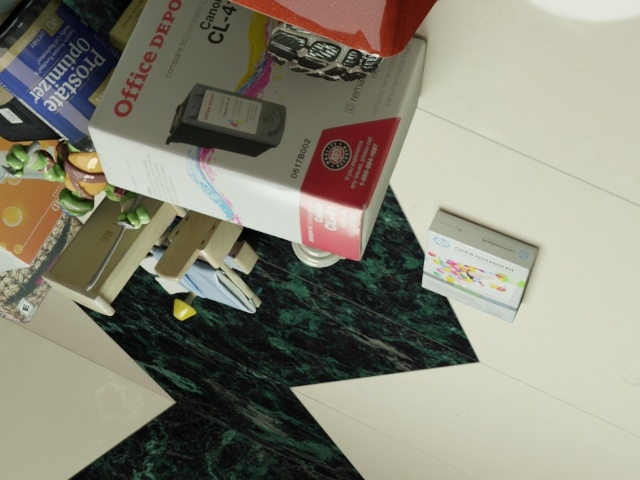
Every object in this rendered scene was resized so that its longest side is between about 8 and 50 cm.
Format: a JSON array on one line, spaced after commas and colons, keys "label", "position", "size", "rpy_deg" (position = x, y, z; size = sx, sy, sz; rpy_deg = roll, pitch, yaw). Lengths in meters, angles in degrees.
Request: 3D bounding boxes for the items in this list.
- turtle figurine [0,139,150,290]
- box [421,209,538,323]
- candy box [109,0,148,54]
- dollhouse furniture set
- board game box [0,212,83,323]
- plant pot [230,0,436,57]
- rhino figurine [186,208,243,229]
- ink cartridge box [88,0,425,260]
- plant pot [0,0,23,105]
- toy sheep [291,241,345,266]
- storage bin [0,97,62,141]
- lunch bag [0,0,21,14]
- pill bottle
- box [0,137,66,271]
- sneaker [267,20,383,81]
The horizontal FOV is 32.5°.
[{"label": "turtle figurine", "position": [-0.328, -0.094, 1.538], "size": [0.197, 0.274, 0.266], "rpy_deg": [36, 126, 11]}, {"label": "box", "position": [0.217, 0.039, 1.527], "size": [0.145, 0.038, 0.186], "rpy_deg": [22, 155, 12]}, {"label": "candy box", "position": [-0.112, -0.169, 1.389], "size": [0.316, 0.088, 0.183], "rpy_deg": [28, 156, 0]}, {"label": "dollhouse furniture set", "position": [-0.220, 0.087, 1.713], "size": [0.286, 0.198, 0.303], "rpy_deg": [18, 157, 40]}, {"label": "board game box", "position": [-0.627, -0.021, 2.085], "size": [0.141, 0.232, 0.291], "rpy_deg": [8, 151, 36]}, {"label": "plant pot", "position": [-0.003, -0.327, 0.743], "size": [0.267, 0.267, 0.236], "rpy_deg": [23, 139, 11]}, {"label": "rhino figurine", "position": [-0.216, -0.081, 1.709], "size": [0.243, 0.073, 0.106], "rpy_deg": [40, 158, -24]}, {"label": "ink cartridge box", "position": [-0.063, -0.138, 1.189], "size": [0.306, 0.226, 0.131], "rpy_deg": [17, 156, 6]}, {"label": "plant pot", "position": [-0.492, -0.281, 1.417], "size": [0.229, 0.263, 0.263], "rpy_deg": [23, 164, -37]}, {"label": "toy sheep", "position": [0.000, 0.000, 1.628], "size": [0.091, 0.091, 0.132], "rpy_deg": [27, 162, 2]}, {"label": "storage bin", "position": [-0.454, -0.220, 1.668], "size": [0.180, 0.084, 0.122], "rpy_deg": [4, 147, 45]}, {"label": "lunch bag", "position": [-0.406, -0.379, 1.182], "size": [0.223, 0.160, 0.262], "rpy_deg": [-12, 101, 57]}, {"label": "pill bottle", "position": [-0.283, -0.183, 1.296], "size": [0.219, 0.123, 0.122], "rpy_deg": [42, 154, -23]}, {"label": "box", "position": [-0.601, -0.131, 1.846], "size": [0.345, 0.215, 0.168], "rpy_deg": [40, 154, -27]}, {"label": "sneaker", "position": [0.034, -0.246, 1.026], "size": [0.107, 0.118, 0.279], "rpy_deg": [19, 152, -15]}]
